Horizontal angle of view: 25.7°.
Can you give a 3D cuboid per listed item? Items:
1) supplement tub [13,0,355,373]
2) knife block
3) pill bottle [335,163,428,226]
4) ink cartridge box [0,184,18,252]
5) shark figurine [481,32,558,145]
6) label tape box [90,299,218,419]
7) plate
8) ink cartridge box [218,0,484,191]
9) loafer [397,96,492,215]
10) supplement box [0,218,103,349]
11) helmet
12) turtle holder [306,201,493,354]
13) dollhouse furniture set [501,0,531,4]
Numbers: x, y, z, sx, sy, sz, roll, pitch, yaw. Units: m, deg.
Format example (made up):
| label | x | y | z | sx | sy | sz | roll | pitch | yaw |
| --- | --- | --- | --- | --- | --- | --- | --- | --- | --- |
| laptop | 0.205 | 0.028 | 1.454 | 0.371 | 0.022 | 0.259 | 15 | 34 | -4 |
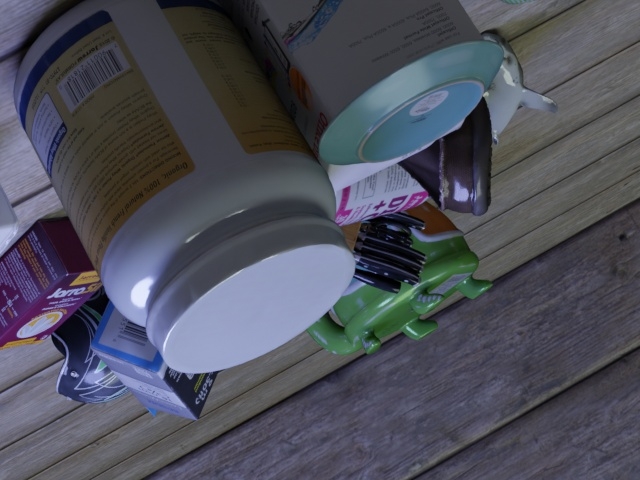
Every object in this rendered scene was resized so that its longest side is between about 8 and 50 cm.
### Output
| label | x | y | z | sx | sy | sz | roll | pitch | yaw |
| --- | --- | --- | --- | --- | --- | --- | --- | --- | --- |
| supplement tub | -0.125 | -0.059 | 1.300 | 0.228 | 0.316 | 0.228 | -25 | 155 | -12 |
| knife block | 0.000 | 0.000 | 1.935 | 0.275 | 0.242 | 0.088 | -24 | 163 | -24 |
| pill bottle | 0.060 | -0.109 | 1.841 | 0.283 | 0.160 | 0.160 | -15 | 159 | -42 |
| ink cartridge box | -0.436 | 0.007 | 1.408 | 0.218 | 0.092 | 0.158 | -12 | 156 | -46 |
| shark figurine | 0.228 | -0.194 | 2.043 | 0.166 | 0.116 | 0.278 | 17 | 133 | -24 |
| label tape box | -0.173 | 0.102 | 1.878 | 0.334 | 0.106 | 0.241 | 70 | 40 | -67 |
| plate | 0.085 | -0.113 | 1.245 | 0.188 | 0.024 | 0.188 | -25 | 164 | -8 |
| ink cartridge box | 0.025 | -0.199 | 1.349 | 0.168 | 0.233 | 0.171 | -27 | 164 | -13 |
| loafer | 0.088 | -0.133 | 1.560 | 0.130 | 0.366 | 0.134 | -10 | 122 | -12 |
| supplement box | -0.349 | 0.054 | 1.752 | 0.188 | 0.081 | 0.104 | -40 | 162 | 31 |
| helmet | -0.307 | 0.142 | 1.960 | 0.169 | 0.161 | 0.169 | -28 | 165 | -8 |
| turtle holder | 0.107 | 0.057 | 2.363 | 0.243 | 0.227 | 0.320 | -21 | 163 | -35 |
| dollhouse furniture set | 0.341 | -0.339 | 1.662 | 0.301 | 0.151 | 0.197 | -36 | 165 | 19 |
